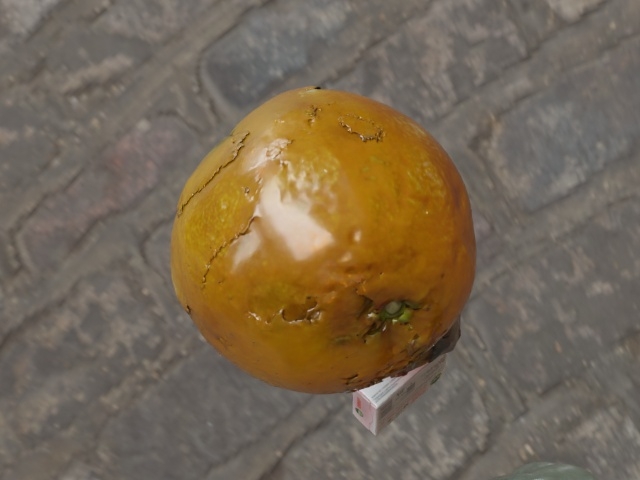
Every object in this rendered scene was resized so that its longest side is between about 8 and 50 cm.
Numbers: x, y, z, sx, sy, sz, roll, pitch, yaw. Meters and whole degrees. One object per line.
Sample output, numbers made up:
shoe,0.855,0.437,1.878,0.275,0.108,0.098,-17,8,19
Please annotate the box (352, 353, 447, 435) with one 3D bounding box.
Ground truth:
box,0.098,0.172,1.939,0.125,0.089,0.043,-38,67,-20

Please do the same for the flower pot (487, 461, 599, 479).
flower pot,0.252,0.363,1.712,0.246,0.195,0.246,-9,66,21

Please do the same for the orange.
orange,0.000,0.000,1.266,0.246,0.246,0.246,-7,66,17

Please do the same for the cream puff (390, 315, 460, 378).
cream puff,0.085,0.033,1.766,0.164,0.240,0.240,-7,65,0
